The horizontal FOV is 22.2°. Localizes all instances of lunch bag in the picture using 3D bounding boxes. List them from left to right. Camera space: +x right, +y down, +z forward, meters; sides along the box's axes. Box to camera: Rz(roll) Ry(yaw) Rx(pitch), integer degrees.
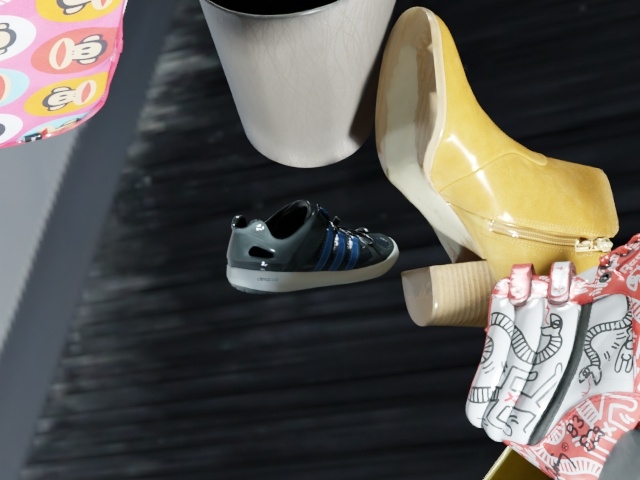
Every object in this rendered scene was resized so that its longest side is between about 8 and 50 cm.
[{"bbox_3d":[-0.265,-0.153,1.084,0.293,0.258,0.120,119,-46,-64],"label":"lunch bag"}]

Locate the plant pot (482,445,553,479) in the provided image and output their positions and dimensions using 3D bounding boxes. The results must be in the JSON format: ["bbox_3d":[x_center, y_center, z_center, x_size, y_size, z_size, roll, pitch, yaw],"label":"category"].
[{"bbox_3d":[0.249,0.263,1.307,0.212,0.212,0.187,-47,141,-36],"label":"plant pot"}]

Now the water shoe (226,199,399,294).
[{"bbox_3d":[0.000,0.000,1.566,0.203,0.073,0.080,-11,108,-42],"label":"water shoe"}]

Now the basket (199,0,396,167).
[{"bbox_3d":[-0.016,-0.185,1.481,0.154,0.204,0.227,49,-23,31],"label":"basket"}]

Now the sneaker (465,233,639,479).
[{"bbox_3d":[0.195,0.024,1.015,0.270,0.145,0.090,-61,157,-10],"label":"sneaker"}]

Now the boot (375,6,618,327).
[{"bbox_3d":[0.167,-0.065,1.476,0.211,0.104,0.295,-6,92,-29],"label":"boot"}]
